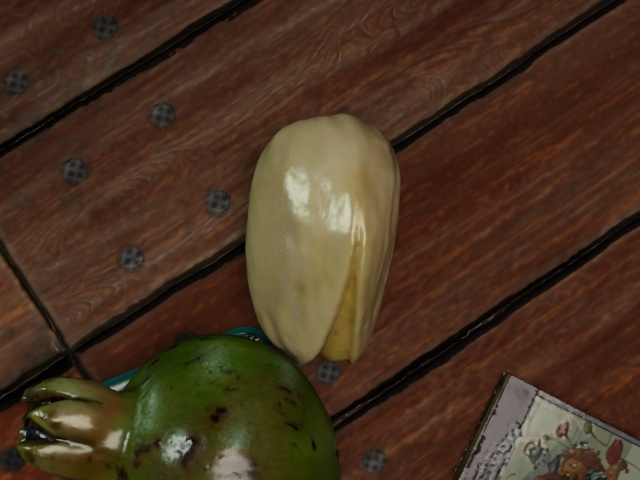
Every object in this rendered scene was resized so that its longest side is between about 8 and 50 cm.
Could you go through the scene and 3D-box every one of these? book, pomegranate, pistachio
[{"bbox_3d":[0.221,0.230,1.397,0.231,0.026,0.157,27,86,-10],"label":"book"},{"bbox_3d":[-0.091,0.161,1.250,0.190,0.159,0.241,-41,108,3],"label":"pomegranate"},{"bbox_3d":[0.000,0.000,1.291,0.117,0.145,0.200,7,95,-11],"label":"pistachio"}]

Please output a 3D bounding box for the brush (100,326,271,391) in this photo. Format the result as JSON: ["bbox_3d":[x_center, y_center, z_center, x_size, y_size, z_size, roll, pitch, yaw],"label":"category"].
[{"bbox_3d":[-0.128,0.118,1.327,0.193,0.032,0.043,-21,95,-11],"label":"brush"}]
